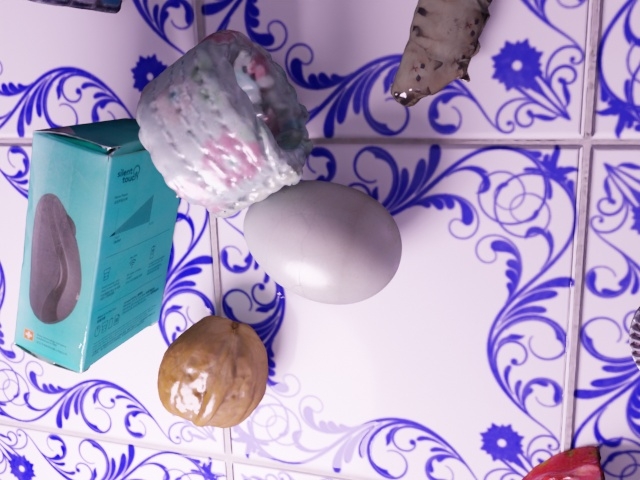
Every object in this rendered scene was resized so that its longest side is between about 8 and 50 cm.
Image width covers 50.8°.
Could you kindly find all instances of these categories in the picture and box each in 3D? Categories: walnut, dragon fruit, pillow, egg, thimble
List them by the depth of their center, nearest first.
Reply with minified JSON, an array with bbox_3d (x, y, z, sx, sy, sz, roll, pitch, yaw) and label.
[{"bbox_3d":[0.157,-0.266,0.786,0.093,0.051,0.241,24,109,17],"label":"pillow"},{"bbox_3d":[-0.111,-0.138,0.828,0.149,0.185,0.211,-30,73,23],"label":"thimble"},{"bbox_3d":[0.000,0.000,0.852,0.209,0.151,0.151,15,108,18],"label":"egg"},{"bbox_3d":[0.317,0.413,0.866,0.189,0.163,0.261,-3,105,47],"label":"dragon fruit"},{"bbox_3d":[-0.149,0.190,0.957,0.166,0.149,0.166,-3,106,-10],"label":"walnut"}]

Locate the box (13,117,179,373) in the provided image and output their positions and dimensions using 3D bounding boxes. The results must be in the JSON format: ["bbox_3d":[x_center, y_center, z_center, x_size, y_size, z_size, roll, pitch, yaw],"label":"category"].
[{"bbox_3d":[-0.296,-0.005,0.922,0.118,0.205,0.311,18,110,11],"label":"box"}]

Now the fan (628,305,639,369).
[{"bbox_3d":[0.470,0.082,0.763,0.244,0.074,0.130,-42,77,18],"label":"fan"}]

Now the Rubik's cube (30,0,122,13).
[{"bbox_3d":[-0.407,-0.457,0.797,0.287,0.293,0.292,21,111,13],"label":"Rubik's cube"}]
